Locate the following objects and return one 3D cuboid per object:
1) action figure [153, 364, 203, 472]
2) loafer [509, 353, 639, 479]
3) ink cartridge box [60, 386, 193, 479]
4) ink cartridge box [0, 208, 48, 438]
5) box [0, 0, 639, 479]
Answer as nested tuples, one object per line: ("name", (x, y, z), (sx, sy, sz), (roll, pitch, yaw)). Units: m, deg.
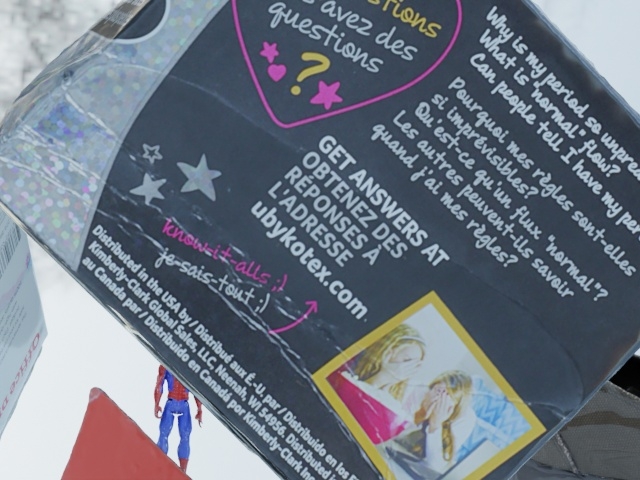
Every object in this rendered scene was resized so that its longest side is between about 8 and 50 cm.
("action figure", (-0.108, 0.130, 1.296), (0.030, 0.038, 0.115), (122, -28, -75))
("loafer", (0.283, 0.125, 1.109), (0.366, 0.134, 0.130), (4, -81, 31))
("ink cartridge box", (-0.072, 0.157, 0.510), (0.145, 0.045, 0.179), (39, -64, 35))
("ink cartridge box", (-0.271, 0.053, 1.211), (0.212, 0.093, 0.154), (86, 19, -49))
("box", (-0.005, -0.020, 0.553), (0.142, 0.163, 0.247), (-45, -171, -4))
